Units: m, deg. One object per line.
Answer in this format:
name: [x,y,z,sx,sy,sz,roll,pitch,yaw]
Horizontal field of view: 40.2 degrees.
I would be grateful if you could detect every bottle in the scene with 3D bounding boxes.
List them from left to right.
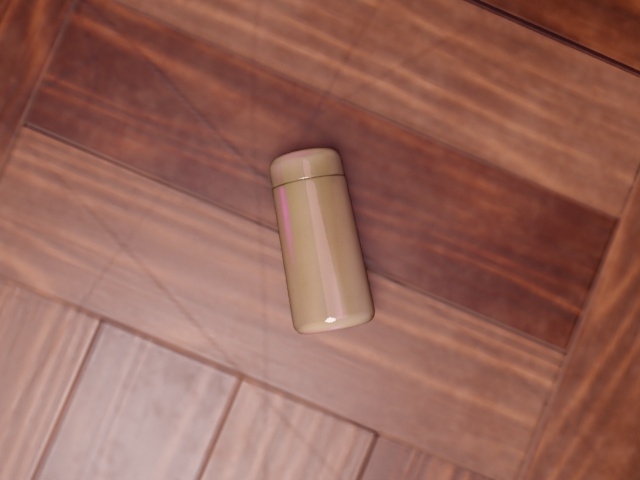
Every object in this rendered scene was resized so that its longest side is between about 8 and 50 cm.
bottle: [0.000,0.000,0.472,0.045,0.045,0.096,-10,86,-4]
